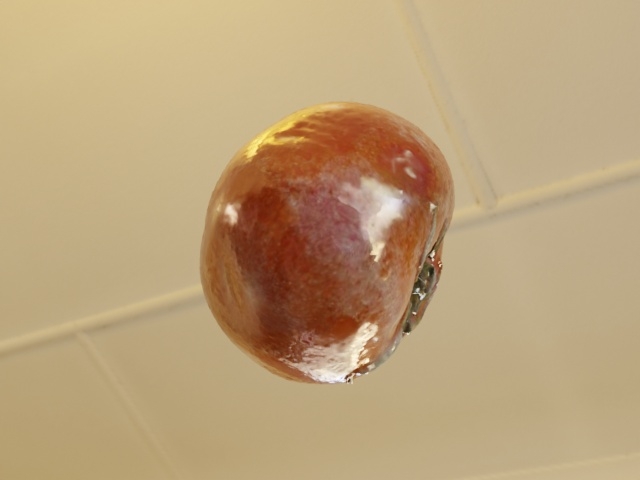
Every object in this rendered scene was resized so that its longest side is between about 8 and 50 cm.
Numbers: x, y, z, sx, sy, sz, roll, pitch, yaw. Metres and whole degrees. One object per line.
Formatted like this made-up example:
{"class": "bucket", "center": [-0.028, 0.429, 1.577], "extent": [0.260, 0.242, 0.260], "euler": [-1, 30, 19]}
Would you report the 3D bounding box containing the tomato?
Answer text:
{"class": "tomato", "center": [0.000, -0.002, 0.760], "extent": [0.189, 0.232, 0.232], "euler": [20, -56, 15]}
